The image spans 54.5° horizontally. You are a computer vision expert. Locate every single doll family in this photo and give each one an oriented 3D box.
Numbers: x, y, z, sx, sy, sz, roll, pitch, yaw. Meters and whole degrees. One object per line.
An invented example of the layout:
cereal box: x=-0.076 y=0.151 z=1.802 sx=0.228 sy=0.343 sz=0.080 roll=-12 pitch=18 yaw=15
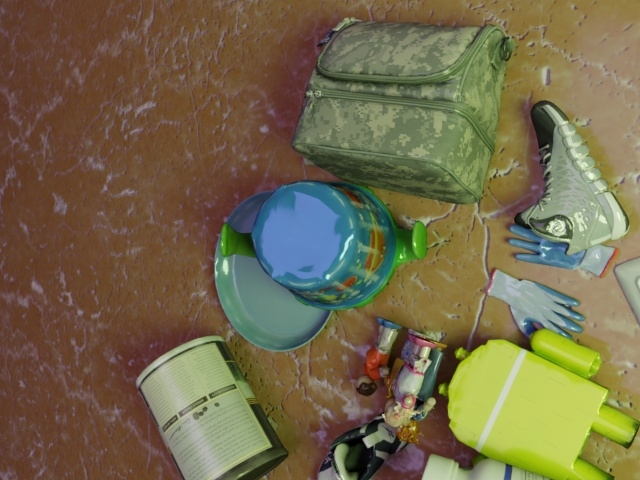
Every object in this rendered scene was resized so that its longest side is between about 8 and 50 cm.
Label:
doll family: x=0.144 y=0.231 z=0.998 sx=0.119 sy=0.263 sz=0.163 roll=19 pitch=88 yaw=-10

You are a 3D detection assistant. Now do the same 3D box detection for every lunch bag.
lunch bag: x=0.129 y=-0.221 z=0.986 sx=0.305 sy=0.213 sz=0.255 roll=14 pitch=82 yaw=34

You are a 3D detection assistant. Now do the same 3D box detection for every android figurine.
android figurine: x=0.302 y=0.251 z=0.905 sx=0.273 sy=0.056 sz=0.248 roll=23 pitch=91 yaw=33

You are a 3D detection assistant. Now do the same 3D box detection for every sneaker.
sneaker: x=0.043 y=0.390 z=1.082 sx=0.235 sy=0.153 sz=0.094 roll=-41 pitch=67 yaw=29
sneaker: x=0.327 y=-0.082 z=0.893 sx=0.132 sy=0.086 sz=0.228 roll=-29 pitch=74 yaw=14

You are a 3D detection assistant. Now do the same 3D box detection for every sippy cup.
sippy cup: x=0.000 y=0.000 z=1.021 sx=0.306 sy=0.224 sz=0.240 roll=-36 pitch=76 yaw=10

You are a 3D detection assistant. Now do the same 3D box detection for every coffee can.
coffee can: x=-0.218 y=0.358 z=1.238 sx=0.201 sy=0.202 sz=0.275 roll=-45 pitch=66 yaw=28

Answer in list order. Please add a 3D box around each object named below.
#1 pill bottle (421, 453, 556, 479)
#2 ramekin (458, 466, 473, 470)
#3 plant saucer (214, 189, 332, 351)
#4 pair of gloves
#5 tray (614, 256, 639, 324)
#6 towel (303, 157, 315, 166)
pill bottle: x=0.258 y=0.372 z=0.790 sx=0.272 sy=0.152 sz=0.152 roll=14 pitch=99 yaw=17
ramekin: x=0.214 y=0.461 z=0.937 sx=0.109 sy=0.207 sz=0.207 roll=-45 pitch=66 yaw=38
plant saucer: x=-0.084 y=0.060 z=1.234 sx=0.318 sy=0.044 sz=0.317 roll=0 pitch=90 yaw=35
pair of gloves: x=0.342 y=0.055 z=0.942 sx=0.159 sy=0.023 sz=0.198 roll=29 pitch=107 yaw=32
tray: x=0.513 y=0.133 z=0.817 sx=0.145 sy=0.030 sz=0.270 roll=-29 pitch=75 yaw=31
towel: x=0.016 y=-0.209 z=1.166 sx=0.110 sy=0.027 sz=0.148 roll=12 pitch=98 yaw=36
